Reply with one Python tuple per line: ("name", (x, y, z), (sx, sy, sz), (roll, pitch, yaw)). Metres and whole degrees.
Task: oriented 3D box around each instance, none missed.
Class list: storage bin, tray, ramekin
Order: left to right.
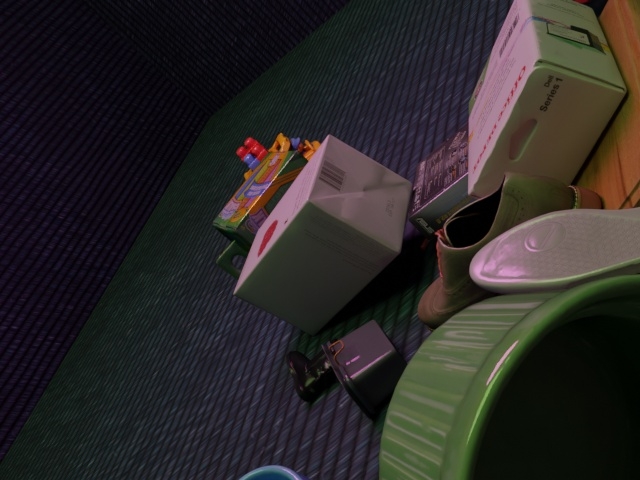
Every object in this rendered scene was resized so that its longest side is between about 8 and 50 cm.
("storage bin", (0.068, 0.175, 1.014), (0.091, 0.098, 0.135), (-37, 23, 0))
("ramekin", (0.193, 0.178, 0.529), (0.303, 0.303, 0.148), (-55, 16, -15))
("tray", (0.375, -0.141, 0.861), (0.411, 0.076, 0.203), (-73, 1, -46))

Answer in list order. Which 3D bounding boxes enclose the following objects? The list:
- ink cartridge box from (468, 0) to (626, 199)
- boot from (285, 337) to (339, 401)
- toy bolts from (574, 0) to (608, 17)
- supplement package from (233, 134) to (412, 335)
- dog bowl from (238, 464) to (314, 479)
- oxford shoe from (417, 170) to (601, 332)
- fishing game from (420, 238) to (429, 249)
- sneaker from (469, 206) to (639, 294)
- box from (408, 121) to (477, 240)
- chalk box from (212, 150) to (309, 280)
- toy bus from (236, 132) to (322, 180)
("ink cartridge box", (0.290, -0.193, 0.935), (0.278, 0.117, 0.201), (-74, 2, -52))
("boot", (-0.004, 0.201, 1.151), (0.099, 0.045, 0.121), (-45, 30, 12))
("toy bolts", (0.522, -0.442, 1.192), (0.228, 0.158, 0.218), (-38, 63, 0))
("supplement package", (0.000, 0.000, 1.204), (0.293, 0.175, 0.177), (-50, 17, 43))
("dog bowl", (-0.023, 0.369, 0.784), (0.166, 0.074, 0.297), (-46, 36, -14))
("oxford shoe", (0.197, 0.016, 0.886), (0.348, 0.130, 0.123), (125, 166, -52))
("fishing game", (0.276, -0.061, 1.081), (0.264, 0.041, 0.189), (-27, 22, 51))
("sneaker", (0.307, 0.041, 0.690), (0.295, 0.147, 0.105), (-13, 40, 28))
("box", (0.239, -0.120, 1.161), (0.183, 0.056, 0.231), (-39, 16, 27))
("chalk box", (-0.109, -0.037, 1.546), (0.289, 0.180, 0.179), (-54, 23, -11))
("toy bus", (-0.092, -0.190, 1.718), (0.220, 0.211, 0.149), (-45, 21, 4))
